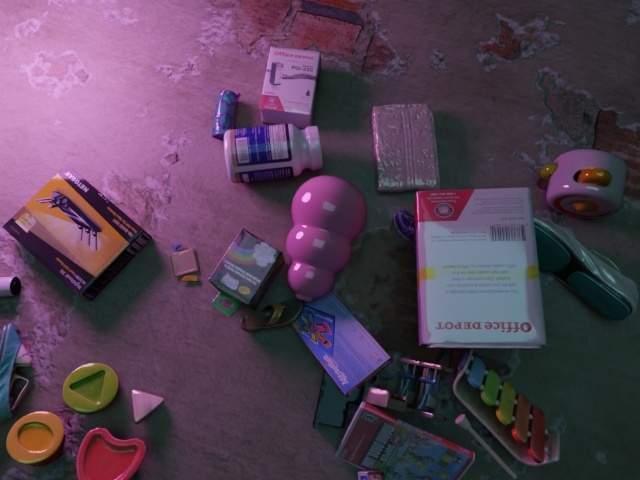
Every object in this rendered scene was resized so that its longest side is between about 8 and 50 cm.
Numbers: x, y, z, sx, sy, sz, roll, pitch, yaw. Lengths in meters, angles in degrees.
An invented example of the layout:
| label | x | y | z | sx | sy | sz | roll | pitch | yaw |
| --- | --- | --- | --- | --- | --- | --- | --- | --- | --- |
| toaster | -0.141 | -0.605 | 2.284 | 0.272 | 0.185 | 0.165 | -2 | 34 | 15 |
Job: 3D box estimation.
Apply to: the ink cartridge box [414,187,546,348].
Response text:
| label | x | y | z | sx | sy | sz | roll | pitch | yaw |
| --- | --- | --- | --- | --- | --- | --- | --- | --- | --- |
| ink cartridge box | 0.380 | 0.077 | 1.261 | 0.279 | 0.160 | 0.385 | 0 | 75 | 6 |

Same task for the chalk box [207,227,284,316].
| label | x | y | z | sx | sy | sz | roll | pitch | yaw |
| --- | --- | --- | --- | --- | --- | --- | --- | --- | --- |
| chalk box | -0.206 | 0.100 | 1.350 | 0.132 | 0.132 | 0.213 | 31 | 78 | 7 |

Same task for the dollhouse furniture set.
| label | x | y | z | sx | sy | sz | roll | pitch | yaw |
| --- | --- | --- | --- | --- | --- | --- | --- | --- | --- |
| dollhouse furniture set | 0.220 | 0.355 | 1.235 | 0.129 | 0.183 | 0.129 | -2 | 68 | 45 |

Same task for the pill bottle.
| label | x | y | z | sx | sy | sz | roll | pitch | yaw |
| --- | --- | --- | --- | --- | --- | --- | --- | --- | --- |
| pill bottle | -0.131 | -0.250 | 1.434 | 0.264 | 0.153 | 0.153 | -6 | 75 | -2 |

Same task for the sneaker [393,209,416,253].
| label | x | y | z | sx | sy | sz | roll | pitch | yaw |
| --- | --- | --- | --- | --- | --- | --- | --- | --- | --- |
| sneaker | 0.273 | -0.020 | 1.417 | 0.068 | 0.071 | 0.170 | -34 | 77 | -10 |

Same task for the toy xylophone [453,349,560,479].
| label | x | y | z | sx | sy | sz | roll | pitch | yaw |
| --- | --- | --- | --- | --- | --- | --- | --- | --- | --- |
| toy xylophone | 0.442 | 0.427 | 1.232 | 0.322 | 0.236 | 0.081 | 41 | 118 | 0 |

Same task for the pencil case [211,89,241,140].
| label | x | y | z | sx | sy | sz | roll | pitch | yaw |
| --- | --- | --- | --- | --- | --- | --- | --- | --- | --- |
| pencil case | -0.282 | -0.372 | 1.512 | 0.070 | 0.064 | 0.152 | 0 | 74 | 16 |

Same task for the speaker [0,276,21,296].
| label | x | y | z | sx | sy | sz | roll | pitch | yaw |
| --- | --- | --- | --- | --- | --- | --- | --- | --- | --- |
| speaker | -0.895 | 0.127 | 1.373 | 0.136 | 0.055 | 0.055 | -3 | 75 | -2 |

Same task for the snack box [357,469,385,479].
| label | x | y | z | sx | sy | sz | roll | pitch | yaw |
| --- | --- | --- | --- | --- | --- | --- | --- | --- | --- |
| snack box | 0.136 | 0.657 | 1.234 | 0.064 | 0.022 | 0.178 | -14 | 79 | 25 |

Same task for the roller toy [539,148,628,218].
| label | x | y | z | sx | sy | sz | roll | pitch | yaw |
| --- | --- | --- | --- | --- | --- | --- | --- | --- | --- |
| roller toy | 0.733 | -0.148 | 1.391 | 0.191 | 0.209 | 0.146 | 24 | 75 | -24 |

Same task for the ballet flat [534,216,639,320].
| label | x | y | z | sx | sy | sz | roll | pitch | yaw |
| --- | --- | --- | --- | --- | --- | --- | --- | --- | --- |
| ballet flat | 0.692 | 0.050 | 1.384 | 0.400 | 0.139 | 0.139 | 42 | 78 | 9 |

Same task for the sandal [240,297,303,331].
| label | x | y | z | sx | sy | sz | roll | pitch | yaw |
| --- | --- | --- | --- | --- | --- | --- | --- | --- | --- |
| sandal | -0.132 | 0.197 | 1.351 | 0.180 | 0.049 | 0.072 | -15 | 52 | 2 |

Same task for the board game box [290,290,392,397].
| label | x | y | z | sx | sy | sz | roll | pitch | yaw |
| --- | --- | --- | --- | --- | --- | --- | --- | --- | --- |
| board game box | 0.041 | 0.251 | 1.299 | 0.145 | 0.027 | 0.281 | -35 | 51 | -10 |

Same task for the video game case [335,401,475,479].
| label | x | y | z | sx | sy | sz | roll | pitch | yaw |
| --- | --- | --- | --- | --- | --- | --- | --- | --- | --- |
| video game case | 0.196 | 0.518 | 1.221 | 0.285 | 0.204 | 0.025 | 23 | 32 | 6 |

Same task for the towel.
| label | x | y | z | sx | sy | sz | roll | pitch | yaw |
| --- | --- | --- | --- | --- | --- | --- | --- | --- | --- |
| towel | 0.250 | -0.274 | 1.500 | 0.187 | 0.049 | 0.282 | -1 | 76 | 1 |

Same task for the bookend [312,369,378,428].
| label | x | y | z | sx | sy | sz | roll | pitch | yaw |
| --- | --- | --- | --- | --- | --- | --- | --- | --- | --- |
| bookend | 0.072 | 0.414 | 1.295 | 0.157 | 0.072 | 0.156 | 11 | 76 | 2 |

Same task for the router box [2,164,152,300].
| label | x | y | z | sx | sy | sz | roll | pitch | yaw |
| --- | --- | --- | --- | --- | --- | --- | --- | --- | --- |
| router box | -0.671 | -0.023 | 1.403 | 0.309 | 0.081 | 0.243 | 38 | 78 | 9 |

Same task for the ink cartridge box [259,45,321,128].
| label | x | y | z | sx | sy | sz | roll | pitch | yaw |
| --- | --- | --- | --- | --- | --- | --- | --- | --- | --- |
| ink cartridge box | -0.089 | -0.462 | 1.525 | 0.158 | 0.092 | 0.218 | 7 | 73 | 1 |

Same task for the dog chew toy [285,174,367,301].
| label | x | y | z | sx | sy | sz | roll | pitch | yaw |
| --- | --- | --- | --- | --- | --- | --- | --- | --- | --- |
| dog chew toy | 0.000 | 0.000 | 1.351 | 0.206 | 0.206 | 0.332 | 16 | 84 | 4 |

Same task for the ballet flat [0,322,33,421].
| label | x | y | z | sx | sy | sz | roll | pitch | yaw |
| --- | --- | --- | --- | --- | --- | --- | --- | --- | --- |
| ballet flat | -0.800 | 0.343 | 1.312 | 0.087 | 0.083 | 0.247 | 11 | 73 | -23 |

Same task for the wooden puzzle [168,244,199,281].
| label | x | y | z | sx | sy | sz | roll | pitch | yaw |
| --- | --- | --- | --- | --- | --- | --- | --- | --- | --- |
| wooden puzzle | -0.383 | 0.064 | 1.418 | 0.078 | 0.014 | 0.116 | -8 | 75 | -7 |

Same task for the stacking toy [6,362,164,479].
| label | x | y | z | sx | sy | sz | roll | pitch | yaw |
| --- | --- | --- | --- | --- | --- | --- | --- | --- | --- |
| stacking toy | -0.571 | 0.485 | 1.279 | 0.308 | 0.130 | 0.280 | 26 | 50 | 3 |
